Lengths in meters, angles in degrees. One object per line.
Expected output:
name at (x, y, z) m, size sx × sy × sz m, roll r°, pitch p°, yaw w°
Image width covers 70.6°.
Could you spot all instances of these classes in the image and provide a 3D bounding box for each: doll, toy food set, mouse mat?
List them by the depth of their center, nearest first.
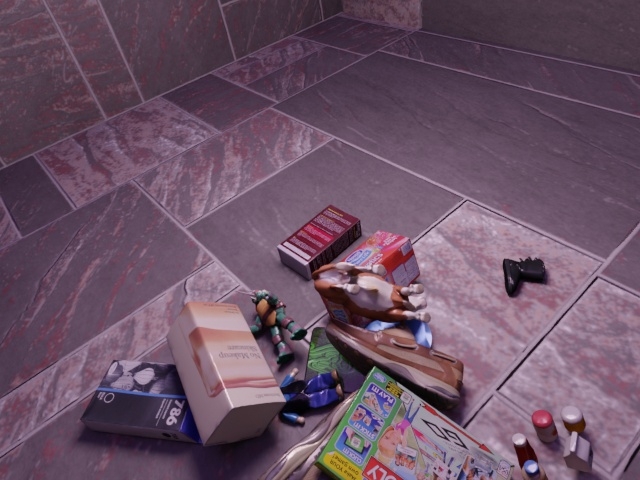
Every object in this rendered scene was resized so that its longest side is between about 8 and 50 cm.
toy food set at (0.423, 0.387, 0.828) m, size 0.111 × 0.105 × 0.232 m, roll -5°, pitch 35°, yaw 42°
doll at (-0.045, 0.352, 1.038) m, size 0.188 × 0.046 × 0.129 m, roll -19°, pitch 52°, yaw 2°
mouse mat at (0.059, 0.285, 1.083) m, size 0.189 × 0.007 × 0.153 m, roll 0°, pitch 60°, yaw 17°

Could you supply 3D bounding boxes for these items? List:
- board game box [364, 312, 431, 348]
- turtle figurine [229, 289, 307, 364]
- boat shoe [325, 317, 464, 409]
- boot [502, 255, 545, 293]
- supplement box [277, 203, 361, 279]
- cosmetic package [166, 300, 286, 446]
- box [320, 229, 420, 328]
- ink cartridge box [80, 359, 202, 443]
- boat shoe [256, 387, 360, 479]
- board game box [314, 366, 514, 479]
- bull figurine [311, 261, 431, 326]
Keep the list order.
board game box at (0.189, 0.247, 1.109) m, size 0.168 × 0.033 × 0.133 m, roll -22°, pitch 47°, yaw -2°
turtle figurine at (-0.138, 0.192, 1.161) m, size 0.118 × 0.175 × 0.234 m, roll -17°, pitch 47°, yaw -41°
boat shoe at (0.166, 0.252, 1.013) m, size 0.324 × 0.123 × 0.116 m, roll 27°, pitch 63°, yaw 10°
boot at (0.536, 0.092, 1.186) m, size 0.099 × 0.045 × 0.121 m, roll 4°, pitch 44°, yaw 12°
supplement box at (0.000, 0.000, 1.381) m, size 0.239 × 0.073 × 0.130 m, roll -39°, pitch 50°, yaw -25°
cosmetic package at (-0.221, 0.288, 1.024) m, size 0.153 × 0.129 × 0.296 m, roll 13°, pitch 31°, yaw -46°
box at (0.128, 0.100, 1.189) m, size 0.256 × 0.128 × 0.122 m, roll -38°, pitch 31°, yaw -25°
ink cartridge box at (-0.379, 0.379, 1.075) m, size 0.332 × 0.065 × 0.165 m, roll 1°, pitch 43°, yaw 12°
boat shoe at (0.035, 0.423, 0.910) m, size 0.355 × 0.132 × 0.130 m, roll -33°, pitch 72°, yaw -27°
board game box at (0.177, 0.416, 0.836) m, size 0.317 × 0.046 × 0.213 m, roll 33°, pitch 55°, yaw 10°
bull figurine at (0.133, 0.125, 1.009) m, size 0.310 × 0.188 × 0.101 m, roll 18°, pitch 73°, yaw -21°
